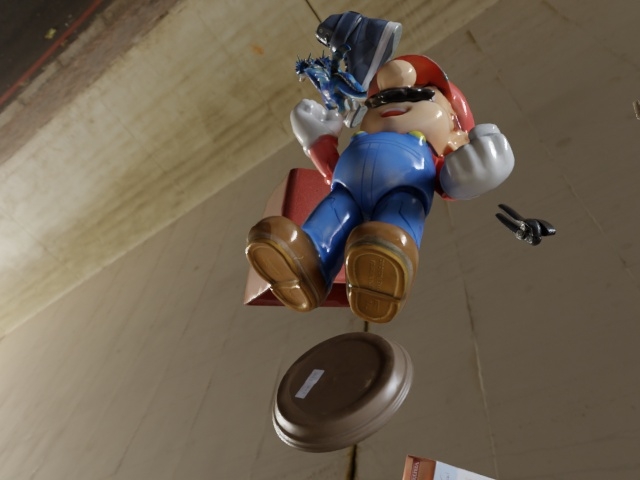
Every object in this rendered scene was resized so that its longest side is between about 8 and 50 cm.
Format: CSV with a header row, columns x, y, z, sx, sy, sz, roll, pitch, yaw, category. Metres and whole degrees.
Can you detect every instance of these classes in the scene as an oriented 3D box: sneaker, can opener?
x,y,z,sx,sy,sz,roll,pitch,yaw,category
0.051,-0.362,1.030,0.226,0.163,0.086,-67,167,6,sneaker
0.467,-0.038,1.164,0.186,0.073,0.059,-126,-133,-66,can opener

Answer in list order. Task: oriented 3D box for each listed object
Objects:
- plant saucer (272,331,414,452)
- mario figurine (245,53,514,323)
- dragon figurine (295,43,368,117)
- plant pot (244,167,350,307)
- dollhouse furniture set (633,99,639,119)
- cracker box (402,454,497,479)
x,y,z,sx,sy,sz,roll,pitch,yaw,category
0.032,0.258,0.898,0.278,0.041,0.278,-22,-157,10,plant saucer
0.053,-0.089,0.449,0.320,0.198,0.170,-59,178,-45,mario figurine
0.024,-0.294,0.890,0.085,0.144,0.289,-30,-167,-7,dragon figurine
0.000,0.000,1.012,0.267,0.267,0.235,143,-53,-62,plant pot
0.772,-0.409,1.098,0.161,0.242,0.212,-17,174,40,dollhouse furniture set
0.209,0.404,0.675,0.067,0.232,0.155,-23,-135,57,cracker box
